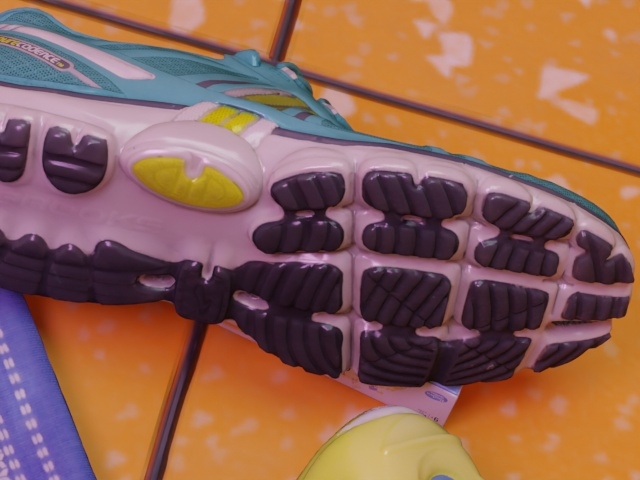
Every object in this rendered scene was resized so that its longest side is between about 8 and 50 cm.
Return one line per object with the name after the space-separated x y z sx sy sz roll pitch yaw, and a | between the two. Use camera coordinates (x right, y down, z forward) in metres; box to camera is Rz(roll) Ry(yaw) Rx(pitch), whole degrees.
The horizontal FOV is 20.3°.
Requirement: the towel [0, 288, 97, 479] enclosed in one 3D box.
-0.254 0.064 0.604 0.336 0.040 0.243 -13 59 -23 | towel

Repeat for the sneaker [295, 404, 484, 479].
-0.004 0.153 0.568 0.126 0.091 0.240 39 53 15 | sneaker

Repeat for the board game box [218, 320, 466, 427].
0.000 0.000 0.726 0.154 0.026 0.103 25 51 5 | board game box

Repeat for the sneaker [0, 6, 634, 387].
-0.013 -0.028 0.665 0.275 0.107 0.110 16 42 -2 | sneaker
